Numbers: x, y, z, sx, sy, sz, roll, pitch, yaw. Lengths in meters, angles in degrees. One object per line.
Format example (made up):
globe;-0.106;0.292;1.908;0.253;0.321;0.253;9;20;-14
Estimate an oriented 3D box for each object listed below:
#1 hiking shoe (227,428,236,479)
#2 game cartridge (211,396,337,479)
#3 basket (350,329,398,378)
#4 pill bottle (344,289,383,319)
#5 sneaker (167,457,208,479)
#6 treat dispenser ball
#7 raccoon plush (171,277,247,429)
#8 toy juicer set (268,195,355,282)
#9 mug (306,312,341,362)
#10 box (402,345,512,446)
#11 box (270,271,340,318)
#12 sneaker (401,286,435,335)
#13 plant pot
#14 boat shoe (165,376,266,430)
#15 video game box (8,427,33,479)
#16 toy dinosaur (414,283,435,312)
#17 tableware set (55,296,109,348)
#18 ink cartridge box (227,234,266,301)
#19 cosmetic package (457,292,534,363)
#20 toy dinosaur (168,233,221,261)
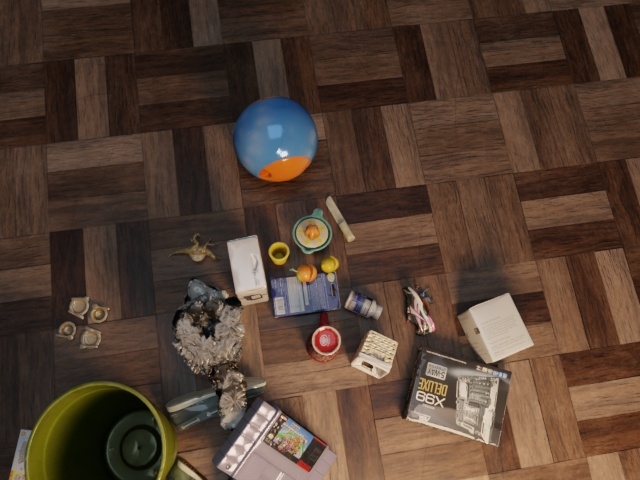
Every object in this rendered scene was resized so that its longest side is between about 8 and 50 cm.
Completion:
hiking shoe;-0.244;0.706;1.792;0.132;0.113;0.304;7;72;22
game cartridge;-0.123;0.644;1.727;0.230;0.068;0.355;-51;120;-11
basket;0.174;0.365;1.869;0.113;0.167;0.103;25;70;4
pill bottle;0.146;0.219;1.957;0.120;0.067;0.067;24;74;3
sneaker;-0.387;0.761;1.779;0.192;0.064;0.086;38;80;10
treat dispenser ball;-0.152;-0.344;1.981;0.288;0.288;0.288;1;74;-3
raccoon plush;-0.349;0.337;1.812;0.216;0.299;0.447;-1;87;-12
toy juicer set;0.000;0.000;1.979;0.209;0.089;0.329;40;69;15
mug;0.004;0.314;1.869;0.113;0.169;0.150;-26;78;-9
box;0.442;0.503;1.890;0.307;0.076;0.243;17;74;1
box;-0.052;0.182;1.971;0.225;0.036;0.137;-6;75;-4
sneaker;0.315;0.240;1.963;0.077;0.072;0.178;-28;72;0
plant pot;-0.569;0.595;1.653;0.366;0.353;0.367;-1;74;2
boat shoe;-0.319;0.513;1.837;0.319;0.116;0.099;-15;95;-7
video game box;-0.840;0.689;1.778;0.187;0.048;0.205;6;74;1
toy dinosaur;0.351;0.190;1.993;0.082;0.047;0.090;26;84;23
tableware set;-0.776;0.269;1.912;0.141;0.020;0.169;15;74;1
ink cartridge box;-0.231;0.102;1.878;0.100;0.237;0.172;-11;75;-6
cosmetic package;0.572;0.293;1.919;0.151;0.151;0.184;-21;76;-8
toy dinosaur;-0.427;0.026;1.984;0.183;0.053;0.093;6;76;-2
